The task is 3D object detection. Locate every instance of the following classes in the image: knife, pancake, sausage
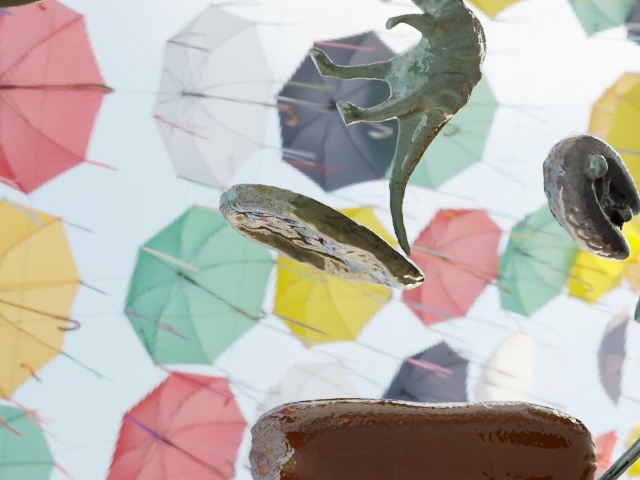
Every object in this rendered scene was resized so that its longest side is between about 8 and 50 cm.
[{"bbox_3d":[0.415,0.275,1.415,0.162,0.023,0.044,-42,-17,-9],"label":"knife"},{"bbox_3d":[0.000,0.000,1.404,0.294,0.294,0.049,31,-104,-48],"label":"pancake"},{"bbox_3d":[0.089,0.182,0.915,0.300,0.083,0.089,1,-81,-5],"label":"sausage"}]

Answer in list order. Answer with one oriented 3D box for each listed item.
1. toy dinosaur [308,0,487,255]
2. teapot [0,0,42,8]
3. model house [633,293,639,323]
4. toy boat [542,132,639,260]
[{"bbox_3d":[0.099,-0.166,1.257,0.206,0.092,0.392,-8,-80,-9],"label":"toy dinosaur"},{"bbox_3d":[-0.316,-0.333,0.978,0.185,0.268,0.175,-31,-36,-43],"label":"teapot"},{"bbox_3d":[0.570,0.045,1.551,0.280,0.245,0.312,-49,-42,11],"label":"model house"},{"bbox_3d":[0.417,-0.069,1.589,0.227,0.085,0.155,40,-118,-35],"label":"toy boat"}]
